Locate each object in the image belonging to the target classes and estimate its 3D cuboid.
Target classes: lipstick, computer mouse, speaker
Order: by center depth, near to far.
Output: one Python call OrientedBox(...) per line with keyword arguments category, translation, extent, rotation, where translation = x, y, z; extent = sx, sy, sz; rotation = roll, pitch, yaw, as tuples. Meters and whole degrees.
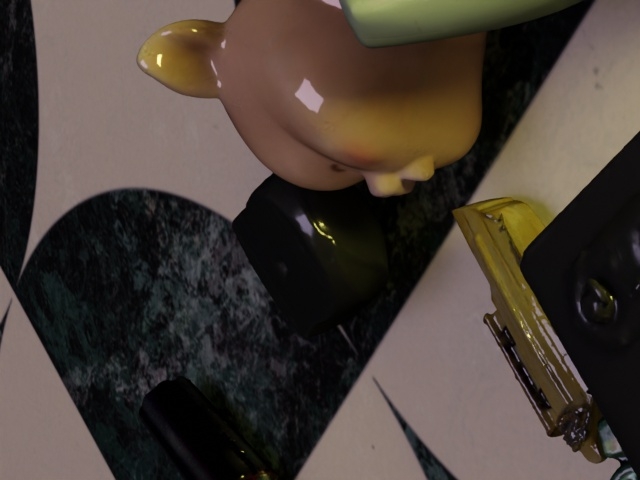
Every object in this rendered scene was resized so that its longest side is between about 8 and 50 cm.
OrientedBox(category="speaker", translation=(0.285, 0.030, 0.935), extent=(0.232, 0.184, 0.254), rotation=(63, 143, 20))
OrientedBox(category="computer mouse", translation=(0.000, 0.000, 1.379), extent=(0.137, 0.086, 0.270), rotation=(58, 166, 4))
OrientedBox(category="lipstick", translation=(-0.042, 0.283, 1.548), extent=(0.418, 0.077, 0.077), rotation=(44, 133, 35))

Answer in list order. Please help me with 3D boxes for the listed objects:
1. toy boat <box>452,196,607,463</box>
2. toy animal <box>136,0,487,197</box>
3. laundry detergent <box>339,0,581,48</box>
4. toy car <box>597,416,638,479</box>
OrientedBox(category="toy boat", translation=(0.165, 0.065, 1.206), extent=(0.226, 0.068, 0.088), rotation=(61, 147, 21))
OrientedBox(category="toy animal", translation=(0.026, -0.193, 1.207), extent=(0.269, 0.237, 0.326), rotation=(-19, 83, 36))
OrientedBox(category="laundry detergent", translation=(0.131, -0.252, 1.035), extent=(0.280, 0.105, 0.215), rotation=(-18, 69, 10))
OrientedBox(category="toy car", translation=(0.287, 0.247, 1.048), extent=(0.097, 0.141, 0.321), rotation=(-29, 75, 25))
